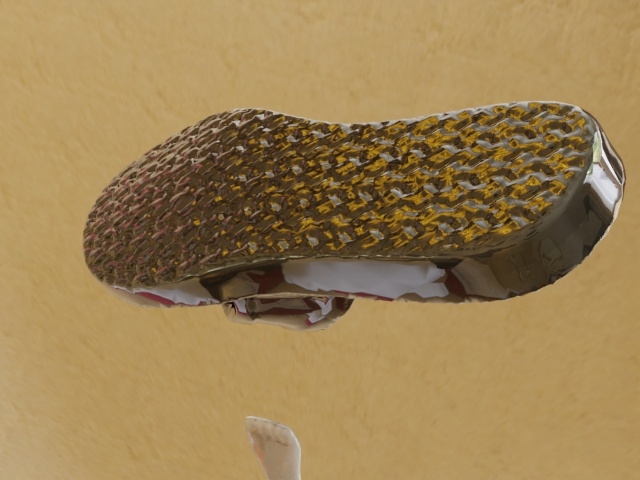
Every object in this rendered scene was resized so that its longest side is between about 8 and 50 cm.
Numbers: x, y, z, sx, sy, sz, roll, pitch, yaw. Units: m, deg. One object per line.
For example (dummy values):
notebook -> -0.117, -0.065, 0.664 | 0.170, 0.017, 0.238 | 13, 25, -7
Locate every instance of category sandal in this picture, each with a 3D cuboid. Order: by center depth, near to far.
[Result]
sandal -> 0.000, 0.002, 0.908 | 0.167, 0.446, 0.107 | -54, 126, -27

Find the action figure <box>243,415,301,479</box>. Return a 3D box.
action figure -> -0.066, 0.249, 0.646 | 0.341, 0.178, 0.330 | -11, 44, 21
